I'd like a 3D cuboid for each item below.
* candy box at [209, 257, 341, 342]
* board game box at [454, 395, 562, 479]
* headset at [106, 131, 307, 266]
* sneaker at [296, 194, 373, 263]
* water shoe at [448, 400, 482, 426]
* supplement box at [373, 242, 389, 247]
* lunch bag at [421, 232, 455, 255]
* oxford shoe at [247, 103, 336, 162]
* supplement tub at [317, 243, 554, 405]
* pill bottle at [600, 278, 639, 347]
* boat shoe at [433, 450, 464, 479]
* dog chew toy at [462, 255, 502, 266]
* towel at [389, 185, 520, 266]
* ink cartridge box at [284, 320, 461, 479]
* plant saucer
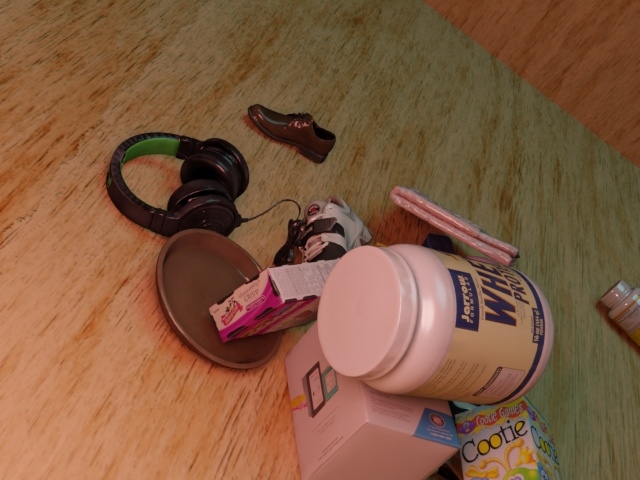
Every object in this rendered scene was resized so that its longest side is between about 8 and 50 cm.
[{"bbox_3d":[-0.056,0.100,1.698,0.233,0.159,0.071,-4,66,-52],"label":"candy box"},{"bbox_3d":[0.346,0.436,1.738,0.142,0.144,0.275,48,27,-38],"label":"board game box"},{"bbox_3d":[-0.219,-0.068,1.883,0.394,0.185,0.243,17,42,-8],"label":"headset"},{"bbox_3d":[0.000,0.000,1.980,0.146,0.122,0.330,57,22,-9],"label":"sneaker"},{"bbox_3d":[0.242,0.317,1.933,0.203,0.073,0.080,33,13,-22],"label":"water shoe"},{"bbox_3d":[0.159,0.108,2.073,0.104,0.081,0.188,18,38,-32],"label":"supplement box"},{"bbox_3d":[0.273,0.034,2.299,0.067,0.065,0.098,11,41,-15],"label":"lunch bag"},{"bbox_3d":[-0.064,-0.275,2.297,0.227,0.096,0.083,23,38,-23],"label":"oxford shoe"},{"bbox_3d":[0.182,0.134,1.544,0.324,0.235,0.235,13,41,-35],"label":"supplement tub"},{"bbox_3d":[0.869,0.209,2.655,0.215,0.117,0.117,46,32,9],"label":"pill bottle"},{"bbox_3d":[0.205,0.398,1.787,0.190,0.068,0.072,32,44,-14],"label":"boat shoe"},{"bbox_3d":[0.379,0.147,2.158,0.331,0.206,0.207,11,41,-50],"label":"dog chew toy"},{"bbox_3d":[0.322,-0.035,2.281,0.317,0.053,0.332,30,5,11],"label":"towel"},{"bbox_3d":[0.081,0.274,1.678,0.198,0.197,0.270,21,37,-27],"label":"ink cartridge box"},{"bbox_3d":[-0.182,0.107,1.719,0.277,0.041,0.278,32,39,-29],"label":"plant saucer"}]
